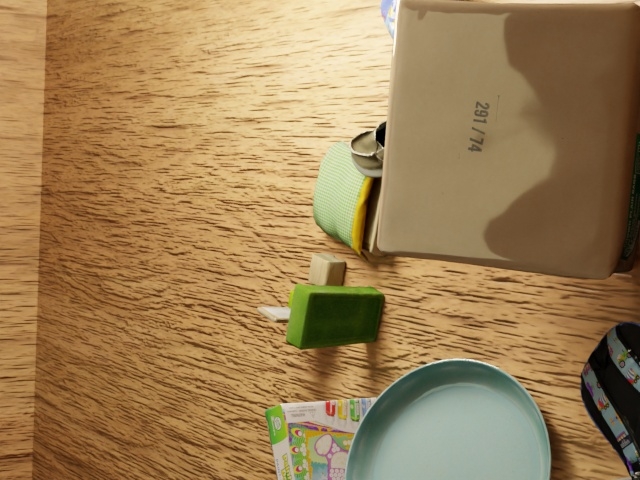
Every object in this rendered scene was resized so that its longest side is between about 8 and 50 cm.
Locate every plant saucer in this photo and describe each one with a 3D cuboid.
[{"bbox_3d":[0.179,0.321,1.694,0.317,0.044,0.317,-17,58,29],"label":"plant saucer"}]

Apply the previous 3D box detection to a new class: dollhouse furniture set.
[{"bbox_3d":[0.000,0.000,1.967,0.197,0.151,0.301,27,111,53],"label":"dollhouse furniture set"}]

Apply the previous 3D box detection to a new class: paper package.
[{"bbox_3d":[0.243,-0.129,1.502,0.309,0.168,0.325,7,94,24],"label":"paper package"}]

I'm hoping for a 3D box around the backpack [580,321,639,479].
[{"bbox_3d":[0.393,0.183,1.420,0.173,0.117,0.158,56,133,39],"label":"backpack"}]

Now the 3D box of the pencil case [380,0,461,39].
[{"bbox_3d":[0.189,-0.243,1.722,0.133,0.119,0.306,-38,57,28],"label":"pencil case"}]

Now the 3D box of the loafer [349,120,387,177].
[{"bbox_3d":[0.116,-0.146,1.817,0.251,0.094,0.087,16,135,61],"label":"loafer"}]

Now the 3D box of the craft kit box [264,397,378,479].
[{"bbox_3d":[0.052,0.358,1.801,0.061,0.250,0.246,-29,67,51],"label":"craft kit box"}]

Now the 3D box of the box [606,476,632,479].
[{"bbox_3d":[0.351,0.415,1.477,0.182,0.119,0.181,55,132,41],"label":"box"}]
